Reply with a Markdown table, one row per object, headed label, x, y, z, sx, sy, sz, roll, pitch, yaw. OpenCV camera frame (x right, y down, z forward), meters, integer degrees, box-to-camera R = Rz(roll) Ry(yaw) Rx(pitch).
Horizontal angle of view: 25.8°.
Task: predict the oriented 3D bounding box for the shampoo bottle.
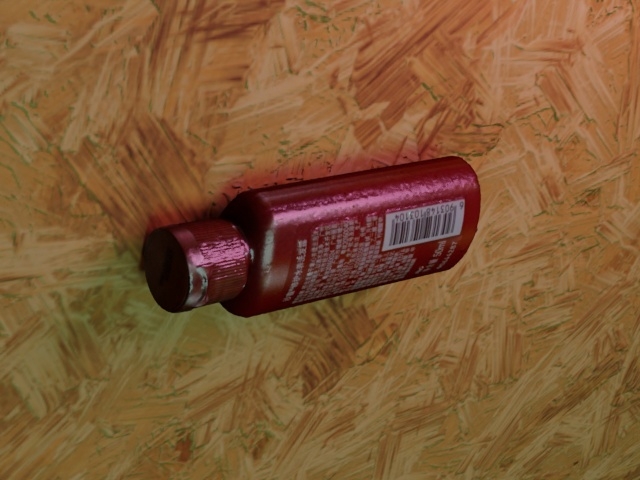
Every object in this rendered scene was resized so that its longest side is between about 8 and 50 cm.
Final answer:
| label | x | y | z | sx | sy | sz | roll | pitch | yaw |
| --- | --- | --- | --- | --- | --- | --- | --- | --- | --- |
| shampoo bottle | 0.000 | -0.001 | 1.190 | 0.314 | 0.076 | 0.118 | -12 | 136 | -37 |
